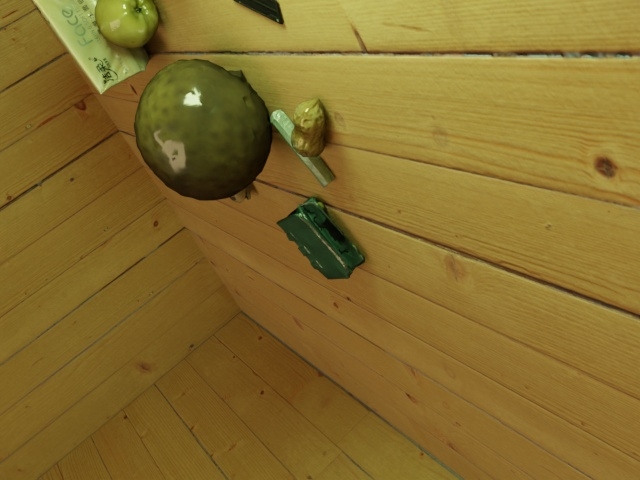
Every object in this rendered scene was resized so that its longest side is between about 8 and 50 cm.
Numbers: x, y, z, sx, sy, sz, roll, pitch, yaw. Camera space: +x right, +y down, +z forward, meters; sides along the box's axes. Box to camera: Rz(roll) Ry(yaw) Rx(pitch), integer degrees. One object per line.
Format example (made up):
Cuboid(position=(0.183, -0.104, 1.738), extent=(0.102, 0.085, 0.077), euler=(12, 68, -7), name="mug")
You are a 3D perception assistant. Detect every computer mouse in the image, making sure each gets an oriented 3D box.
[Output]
Cuboid(position=(-0.342, -0.244, 2.390), extent=(0.236, 0.082, 0.145), euler=(54, 162, -15), name="computer mouse")

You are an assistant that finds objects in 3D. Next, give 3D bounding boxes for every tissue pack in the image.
Cuboid(position=(-0.765, -0.721, 2.156), extent=(0.405, 0.205, 0.332), euler=(58, 180, -24), name="tissue pack")

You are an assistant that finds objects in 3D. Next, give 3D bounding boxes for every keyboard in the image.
Cuboid(position=(-0.152, -0.541, 1.451), extent=(0.198, 0.010, 0.063), euler=(38, 157, 34), name="keyboard")

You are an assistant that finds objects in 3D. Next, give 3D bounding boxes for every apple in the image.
Cuboid(position=(-0.583, -0.676, 1.956), extent=(0.200, 0.200, 0.200), euler=(44, 161, 19), name="apple")

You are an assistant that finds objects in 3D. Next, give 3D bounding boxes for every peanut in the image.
Cuboid(position=(-0.026, -0.267, 1.581), extent=(0.099, 0.099, 0.214), euler=(46, 156, 13), name="peanut")

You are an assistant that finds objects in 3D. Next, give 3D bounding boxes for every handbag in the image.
Cuboid(position=(0.004, -0.003, 2.019), extent=(0.268, 0.100, 0.274), euler=(48, 163, -4), name="handbag")

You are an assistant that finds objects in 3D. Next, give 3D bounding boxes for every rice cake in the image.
Cuboid(position=(-0.051, -0.249, 1.739), extent=(0.245, 0.042, 0.045), euler=(52, 160, -2), name="rice cake")

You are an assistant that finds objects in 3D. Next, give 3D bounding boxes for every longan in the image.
Cuboid(position=(-0.316, -0.306, 1.784), extent=(0.391, 0.391, 0.391), euler=(44, 161, 19), name="longan")
